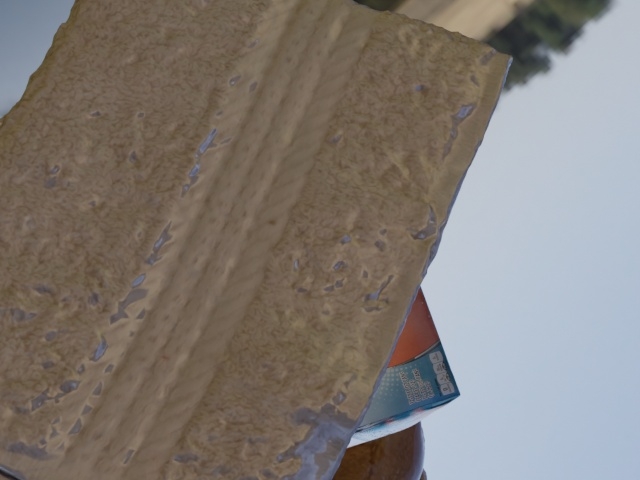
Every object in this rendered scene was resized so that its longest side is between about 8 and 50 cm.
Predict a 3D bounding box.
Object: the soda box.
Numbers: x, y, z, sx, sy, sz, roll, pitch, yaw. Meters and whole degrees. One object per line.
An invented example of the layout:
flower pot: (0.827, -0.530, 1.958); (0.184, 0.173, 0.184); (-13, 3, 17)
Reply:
soda box: (0.000, 0.000, 0.795); (0.058, 0.183, 0.063); (-17, 169, -16)

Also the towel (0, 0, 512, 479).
towel: (-0.053, 0.001, 0.711); (0.049, 0.187, 0.282); (106, 8, -66)

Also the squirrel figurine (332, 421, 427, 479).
squirrel figurine: (-0.092, 0.150, 1.515); (0.281, 0.370, 0.397); (-21, 142, -58)
